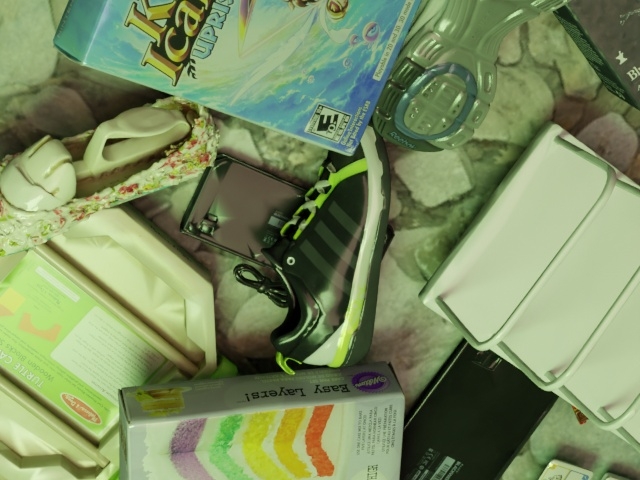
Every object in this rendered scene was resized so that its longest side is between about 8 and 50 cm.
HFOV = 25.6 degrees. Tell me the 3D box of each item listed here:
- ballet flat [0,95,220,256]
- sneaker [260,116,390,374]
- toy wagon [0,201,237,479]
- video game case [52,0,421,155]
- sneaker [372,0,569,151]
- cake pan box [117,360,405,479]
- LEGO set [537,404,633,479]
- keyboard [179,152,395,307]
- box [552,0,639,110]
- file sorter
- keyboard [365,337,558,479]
[{"bbox_3d":[-0.190,-0.064,1.141,0.241,0.091,0.077,-27,155,-24],"label":"ballet flat"},{"bbox_3d":[0.000,0.000,1.194,0.097,0.084,0.234,4,94,-13],"label":"sneaker"},{"bbox_3d":[-0.254,0.119,1.238,0.267,0.068,0.344,42,100,-18],"label":"toy wagon"},{"bbox_3d":[-0.029,-0.219,1.006,0.244,0.061,0.269,16,102,-35],"label":"video game case"},{"bbox_3d":[0.125,-0.209,1.098,0.111,0.129,0.297,22,128,-22],"label":"sneaker"},{"bbox_3d":[-0.055,0.242,1.254,0.246,0.070,0.266,-2,117,-13],"label":"cake pan box"},{"bbox_3d":[0.313,0.187,1.357,0.182,0.060,0.244,19,114,-18],"label":"LEGO set"},{"bbox_3d":[-0.034,0.003,1.249,0.180,0.023,0.108,23,98,-14],"label":"keyboard"},{"bbox_3d":[0.274,-0.219,1.173,0.156,0.093,0.158,-38,108,7],"label":"box"},{"bbox_3d":[0.263,0.066,1.182,0.278,0.173,0.193,34,96,-16],"label":"file sorter"},{"bbox_3d":[0.074,0.205,1.330,0.201,0.033,0.317,30,102,-23],"label":"keyboard"}]
